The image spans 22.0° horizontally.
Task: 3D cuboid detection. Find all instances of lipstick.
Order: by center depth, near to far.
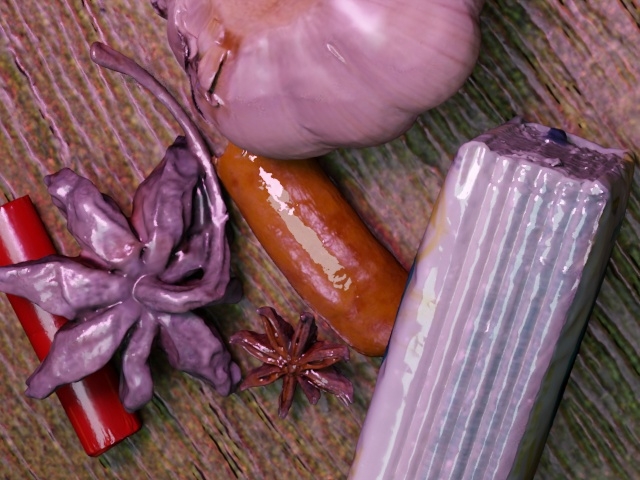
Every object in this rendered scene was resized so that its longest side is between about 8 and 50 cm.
[{"bbox_3d":[-0.275,0.091,1.731,0.073,0.073,0.280,-27,91,16],"label":"lipstick"}]

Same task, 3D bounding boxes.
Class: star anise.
[{"bbox_3d":[-0.195,0.027,1.644,0.359,0.139,0.316,46,77,-15],"label":"star anise"},{"bbox_3d":[-0.026,0.117,1.656,0.141,0.042,0.141,10,127,14],"label":"star anise"}]

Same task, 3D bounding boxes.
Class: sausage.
[{"bbox_3d":[0.001,-0.001,1.633,0.109,0.109,0.270,-38,91,16],"label":"sausage"}]

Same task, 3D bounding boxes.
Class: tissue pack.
[{"bbox_3d":[0.156,0.094,1.511,0.162,0.287,0.388,20,103,12],"label":"tissue pack"}]

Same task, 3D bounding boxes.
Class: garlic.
[{"bbox_3d":[0.009,-0.228,1.523,0.322,0.241,0.322,2,98,13],"label":"garlic"}]
